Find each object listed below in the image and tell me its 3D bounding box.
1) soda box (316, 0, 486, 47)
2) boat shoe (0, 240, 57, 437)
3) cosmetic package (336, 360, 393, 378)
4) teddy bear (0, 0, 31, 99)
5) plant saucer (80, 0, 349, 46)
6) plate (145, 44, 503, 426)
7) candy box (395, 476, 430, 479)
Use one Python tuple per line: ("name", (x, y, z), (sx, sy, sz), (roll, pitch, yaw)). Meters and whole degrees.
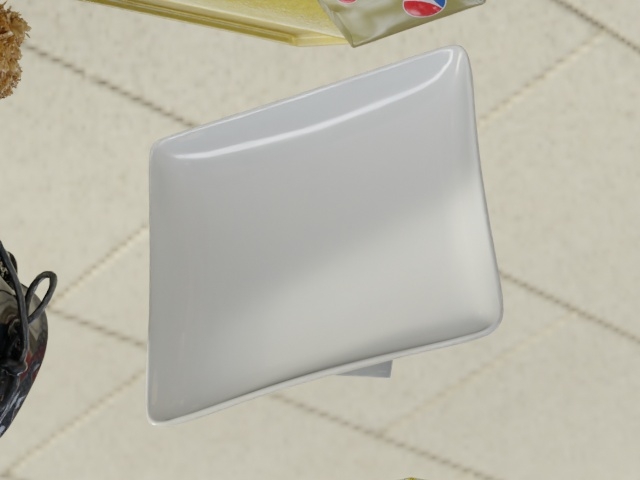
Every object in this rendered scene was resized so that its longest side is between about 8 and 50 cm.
("soda box", (0.022, -0.172, 0.745), (0.061, 0.181, 0.058), (-18, 143, 20))
("boat shoe", (-0.288, 0.073, 1.384), (0.156, 0.187, 0.500), (29, 167, -7))
("cosmetic package", (0.019, 0.086, 2.311), (0.107, 0.238, 0.127), (3, 99, -20))
("teddy bear", (-0.433, -0.192, 1.608), (0.338, 0.245, 0.113), (13, 111, 31))
("plant saucer", (-0.092, -0.234, 1.600), (0.332, 0.081, 0.333), (11, -178, -15))
("plate", (0.000, 0.000, 1.361), (0.278, 0.277, 0.045), (-17, 139, 17))
("candy box", (0.122, 0.204, 1.313), (0.206, 0.027, 0.105), (14, 162, -27))
